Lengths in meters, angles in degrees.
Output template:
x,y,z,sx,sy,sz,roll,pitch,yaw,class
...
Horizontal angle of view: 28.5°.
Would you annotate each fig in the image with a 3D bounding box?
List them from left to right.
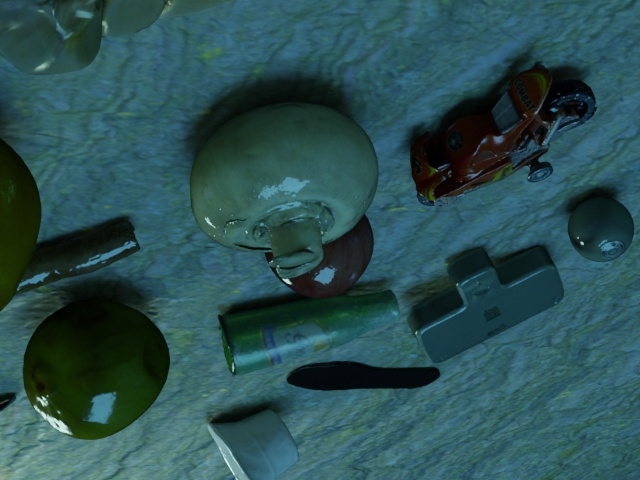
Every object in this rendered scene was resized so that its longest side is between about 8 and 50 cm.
x,y,z,sx,sy,sz,roll,pitch,yaw,class
-0.323,0.178,1.868,0.230,0.207,0.207,-35,164,-32,fig

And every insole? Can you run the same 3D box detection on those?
x,y,z,sx,sy,sz,roll,pitch,yaw,class
0.084,0.263,2.419,0.349,0.009,0.119,5,148,-33,insole

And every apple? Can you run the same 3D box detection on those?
x,y,z,sx,sy,sz,roll,pitch,yaw,class
0.000,0.000,1.746,0.153,0.153,0.120,-1,137,-25,apple

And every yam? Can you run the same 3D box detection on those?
x,y,z,sx,sy,sz,roll,pitch,yaw,class
-0.361,0.030,1.722,0.241,0.056,0.057,-19,152,6,yam

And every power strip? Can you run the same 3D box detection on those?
x,y,z,sx,sy,sz,roll,pitch,yaw,class
0.270,0.090,2.108,0.265,0.059,0.193,-26,140,3,power strip

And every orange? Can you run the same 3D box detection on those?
x,y,z,sx,sy,sz,roll,pitch,yaw,class
-0.448,-0.013,1.403,0.279,0.235,0.279,-13,160,-5,orange

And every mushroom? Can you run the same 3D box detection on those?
x,y,z,sx,sy,sz,roll,pitch,yaw,class
-0.044,-0.056,1.568,0.246,0.202,0.246,-7,160,-2,mushroom

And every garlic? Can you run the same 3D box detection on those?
x,y,z,sx,sy,sz,roll,pitch,yaw,class
-0.219,-0.256,1.151,0.281,0.184,0.203,-28,-177,-19,garlic

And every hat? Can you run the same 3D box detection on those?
x,y,z,sx,sy,sz,roll,pitch,yaw,class
-0.120,0.402,2.427,0.126,0.203,0.203,-33,156,-15,hat

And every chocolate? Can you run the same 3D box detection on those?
x,y,z,sx,sy,sz,roll,pitch,yaw,class
-0.016,0.139,2.049,0.291,0.110,0.110,-13,152,-8,chocolate

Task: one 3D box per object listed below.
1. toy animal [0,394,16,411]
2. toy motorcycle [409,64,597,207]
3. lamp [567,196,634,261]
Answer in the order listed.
x,y,z,sx,sy,sz,roll,pitch,yaw,class
-0.656,0.325,2.036,0.197,0.160,0.273,-31,142,31,toy animal
0.226,-0.126,1.686,0.171,0.089,0.298,17,138,-44,toy motorcycle
0.441,-0.017,1.980,0.105,0.105,0.105,-12,152,-6,lamp
